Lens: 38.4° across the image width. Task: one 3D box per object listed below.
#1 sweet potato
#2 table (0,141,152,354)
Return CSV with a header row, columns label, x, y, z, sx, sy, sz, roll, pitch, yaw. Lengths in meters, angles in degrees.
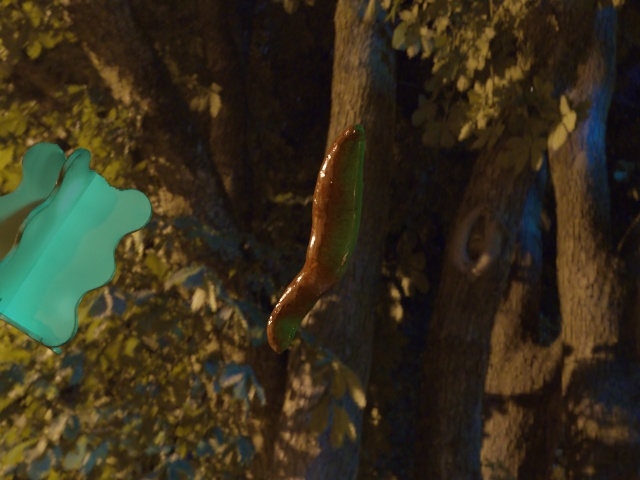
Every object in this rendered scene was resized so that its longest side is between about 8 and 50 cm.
label,x,y,z,sx,sy,sz,roll,pitch,yaw
sweet potato,0.004,0.002,0.634,0.044,0.044,0.179,18,-65,0
table,-0.297,0.000,1.004,0.167,0.198,0.166,29,-14,8
